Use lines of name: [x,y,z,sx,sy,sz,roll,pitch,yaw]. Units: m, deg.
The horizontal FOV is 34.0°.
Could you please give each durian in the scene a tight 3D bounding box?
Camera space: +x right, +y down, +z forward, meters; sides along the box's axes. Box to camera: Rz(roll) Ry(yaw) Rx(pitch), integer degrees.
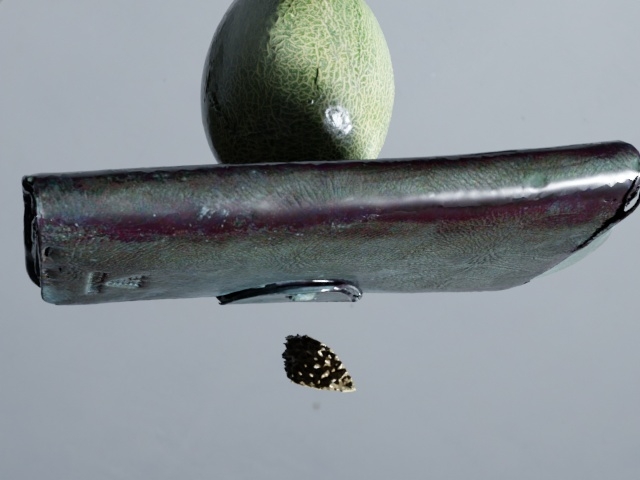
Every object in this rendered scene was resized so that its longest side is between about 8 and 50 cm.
durian: [-0.006,0.131,1.130,0.066,0.130,0.052,20,88,-35]

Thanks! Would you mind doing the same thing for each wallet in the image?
wallet: [0.000,0.000,0.581,0.318,0.172,0.045,-3,70,-16]

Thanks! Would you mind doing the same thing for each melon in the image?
melon: [-0.017,-0.103,0.744,0.139,0.139,0.192,5,73,-4]

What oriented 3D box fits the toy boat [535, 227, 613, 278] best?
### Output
toy boat: [0.168,-0.024,0.846,0.141,0.319,0.092,-18,81,9]
